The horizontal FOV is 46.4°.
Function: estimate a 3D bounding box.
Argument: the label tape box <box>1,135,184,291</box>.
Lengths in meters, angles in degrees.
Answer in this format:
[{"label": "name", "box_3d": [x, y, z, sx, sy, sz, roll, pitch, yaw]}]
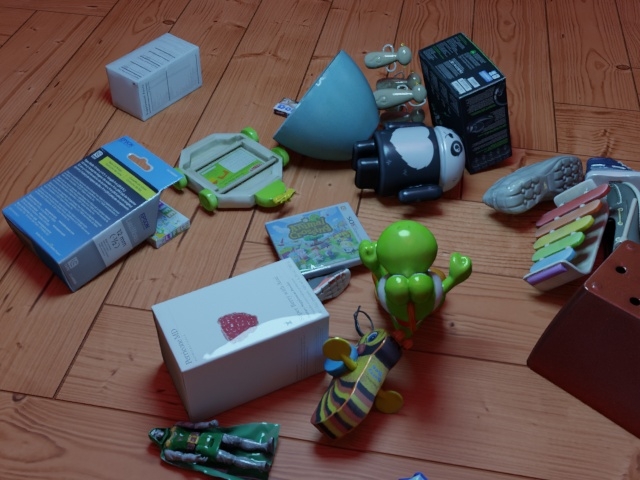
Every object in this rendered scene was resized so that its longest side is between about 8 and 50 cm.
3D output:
[{"label": "label tape box", "box_3d": [-0.514, -0.075, 1.738, 0.249, 0.115, 0.348, 34, 59, 31]}]

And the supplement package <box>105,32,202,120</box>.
[{"label": "supplement package", "box_3d": [-0.479, -0.478, 2.168, 0.134, 0.139, 0.244, 29, 50, 24]}]

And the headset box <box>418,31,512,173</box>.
[{"label": "headset box", "box_3d": [0.382, -0.350, 1.954, 0.131, 0.283, 0.246, -24, 46, -2]}]

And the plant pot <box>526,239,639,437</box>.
[{"label": "plant pot", "box_3d": [0.600, 0.164, 1.438, 0.267, 0.235, 0.267, 33, 53, 29]}]

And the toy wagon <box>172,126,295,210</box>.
[{"label": "toy wagon", "box_3d": [-0.204, -0.164, 1.895, 0.344, 0.068, 0.267, 34, 53, 29]}]

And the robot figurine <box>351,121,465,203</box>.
[{"label": "robot figurine", "box_3d": [0.220, -0.198, 1.855, 0.278, 0.209, 0.173, -4, 4, -5]}]

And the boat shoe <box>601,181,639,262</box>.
[{"label": "boat shoe", "box_3d": [0.693, -0.029, 1.733, 0.091, 0.109, 0.305, 9, 48, 1]}]

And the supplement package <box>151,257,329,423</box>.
[{"label": "supplement package", "box_3d": [-0.151, 0.190, 1.444, 0.293, 0.175, 0.177, -20, 48, -20]}]

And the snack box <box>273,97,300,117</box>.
[{"label": "snack box", "box_3d": [-0.042, -0.363, 2.137, 0.178, 0.022, 0.064, 20, 48, 19]}]

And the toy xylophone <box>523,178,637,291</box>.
[{"label": "toy xylophone", "box_3d": [0.578, -0.018, 1.664, 0.081, 0.236, 0.322, 44, 41, -11]}]

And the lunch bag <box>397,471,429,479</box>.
[{"label": "lunch bag", "box_3d": [0.160, 0.478, 1.208, 0.151, 0.096, 0.129, 45, 54, 2]}]

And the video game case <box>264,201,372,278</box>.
[{"label": "video game case", "box_3d": [0.000, 0.000, 1.715, 0.212, 0.023, 0.193, -15, 45, -14]}]

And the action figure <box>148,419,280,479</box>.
[{"label": "action figure", "box_3d": [-0.201, 0.370, 1.342, 0.232, 0.063, 0.137, 6, 47, 11]}]

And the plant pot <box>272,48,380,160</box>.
[{"label": "plant pot", "box_3d": [0.038, -0.320, 1.946, 0.195, 0.290, 0.290, 38, 47, -9]}]

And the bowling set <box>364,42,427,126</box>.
[{"label": "bowling set", "box_3d": [0.231, -0.395, 2.052, 0.154, 0.287, 0.200, -4, 13, 20]}]

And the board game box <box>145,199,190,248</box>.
[{"label": "board game box", "box_3d": [-0.405, -0.051, 1.802, 0.154, 0.026, 0.103, 31, 51, 28]}]

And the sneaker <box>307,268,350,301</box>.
[{"label": "sneaker", "box_3d": [-0.005, 0.098, 1.630, 0.158, 0.061, 0.065, -29, 45, -28]}]

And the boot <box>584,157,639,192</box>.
[{"label": "boot", "box_3d": [0.777, -0.172, 1.911, 0.190, 0.069, 0.086, 10, 47, 12]}]

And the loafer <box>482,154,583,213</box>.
[{"label": "loafer", "box_3d": [0.533, -0.144, 1.852, 0.319, 0.112, 0.111, -18, 16, -35]}]

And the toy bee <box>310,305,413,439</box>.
[{"label": "toy bee", "box_3d": [0.086, 0.223, 1.402, 0.195, 0.162, 0.298, 29, 51, -33]}]

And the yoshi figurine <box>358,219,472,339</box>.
[{"label": "yoshi figurine", "box_3d": [0.175, 0.055, 1.449, 0.203, 0.362, 0.203, -40, 82, 1]}]
